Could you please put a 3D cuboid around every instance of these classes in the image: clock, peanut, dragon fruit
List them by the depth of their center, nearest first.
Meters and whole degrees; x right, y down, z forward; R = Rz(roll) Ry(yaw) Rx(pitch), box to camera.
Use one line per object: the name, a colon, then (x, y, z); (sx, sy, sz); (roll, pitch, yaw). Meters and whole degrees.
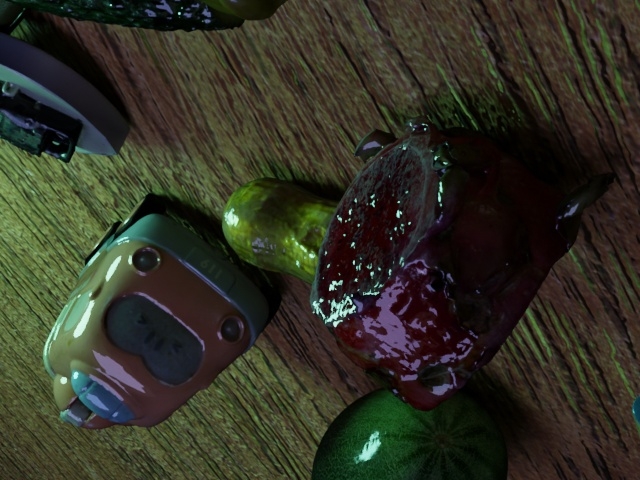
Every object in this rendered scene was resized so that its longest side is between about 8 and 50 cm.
dragon fruit: (0.085, 0.000, 1.481); (0.147, 0.211, 0.282); (33, 132, -11)
peanut: (0.000, 0.000, 1.724); (0.207, 0.087, 0.087); (20, 153, 36)
clock: (-0.268, -0.122, 1.847); (0.172, 0.064, 0.198); (29, 166, -5)

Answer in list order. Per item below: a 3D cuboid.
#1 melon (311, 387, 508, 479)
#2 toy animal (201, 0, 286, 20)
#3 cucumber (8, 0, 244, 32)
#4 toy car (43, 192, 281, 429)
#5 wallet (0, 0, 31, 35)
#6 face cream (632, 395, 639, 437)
melon: (0.084, 0.235, 1.945); (0.182, 0.182, 0.288); (38, 158, -6)
toy animal: (-0.079, -0.311, 1.142); (0.181, 0.180, 0.363); (-18, 102, 54)
cucumber: (-0.186, -0.207, 1.559); (0.294, 0.067, 0.067); (10, 147, 33)
toy car: (-0.183, 0.097, 1.998); (0.180, 0.212, 0.270); (39, 157, -9)
wallet: (-0.292, -0.242, 1.713); (0.110, 0.031, 0.198); (40, 157, -11)
face cream: (0.358, 0.233, 1.711); (0.139, 0.067, 0.285); (18, 152, 30)
